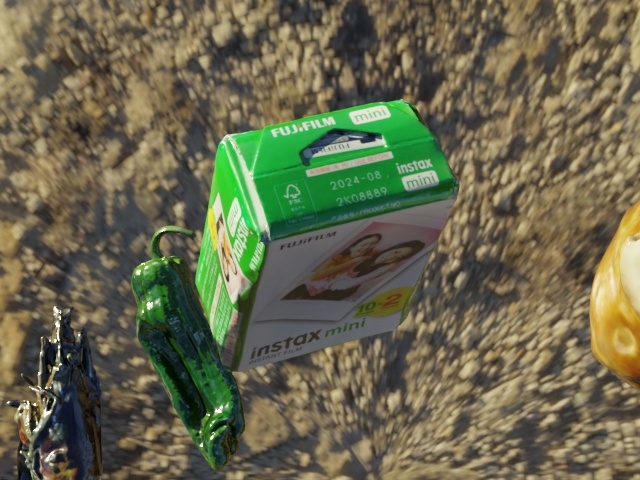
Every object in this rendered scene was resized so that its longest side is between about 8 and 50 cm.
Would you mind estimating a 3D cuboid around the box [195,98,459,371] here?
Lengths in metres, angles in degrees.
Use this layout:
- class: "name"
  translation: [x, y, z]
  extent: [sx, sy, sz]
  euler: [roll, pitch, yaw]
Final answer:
- class: "box"
  translation: [0.000, 0.000, 1.235]
  extent: [0.180, 0.250, 0.103]
  euler: [-14, 62, -17]

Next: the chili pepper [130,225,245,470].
- class: "chili pepper"
  translation: [-0.139, 0.115, 1.606]
  extent: [0.074, 0.100, 0.257]
  euler: [-19, 82, -33]

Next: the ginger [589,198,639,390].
- class: "ginger"
  translation: [0.351, -0.027, 0.968]
  extent: [0.418, 0.254, 0.176]
  euler: [-22, 60, 18]

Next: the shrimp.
- class: "shrimp"
  translation: [-0.152, 0.108, 0.782]
  extent: [0.091, 0.034, 0.161]
  euler: [3, 68, -10]
